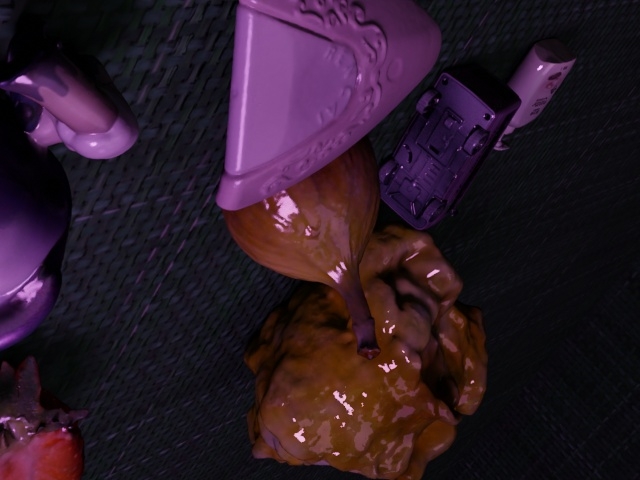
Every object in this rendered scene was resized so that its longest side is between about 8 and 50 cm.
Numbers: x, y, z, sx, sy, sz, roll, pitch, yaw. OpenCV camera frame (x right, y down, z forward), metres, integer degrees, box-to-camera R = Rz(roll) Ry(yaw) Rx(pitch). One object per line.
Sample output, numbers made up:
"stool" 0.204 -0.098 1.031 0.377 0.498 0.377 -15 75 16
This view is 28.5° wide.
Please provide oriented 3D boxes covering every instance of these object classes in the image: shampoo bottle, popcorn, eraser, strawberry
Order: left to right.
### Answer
"strawberry" -0.292 0.211 1.159 0.174 0.098 0.228 -31 144 -19
"eraser" 0.020 -0.143 1.023 0.243 0.059 0.204 -20 127 -40
"popcorn" 0.056 0.148 1.546 0.334 0.293 0.292 63 31 -72
"shampoo bottle" 0.240 -0.167 1.500 0.077 0.045 0.152 -20 151 -47

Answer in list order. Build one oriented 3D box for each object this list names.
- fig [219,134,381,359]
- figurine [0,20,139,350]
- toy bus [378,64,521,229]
"fig" -0.016 -0.004 1.142 0.143 0.230 0.160 -4 172 13
"figurine" -0.211 -0.025 0.830 0.222 0.145 0.145 -47 159 8
"toy bus" 0.142 -0.101 1.391 0.098 0.087 0.178 -28 154 -50
